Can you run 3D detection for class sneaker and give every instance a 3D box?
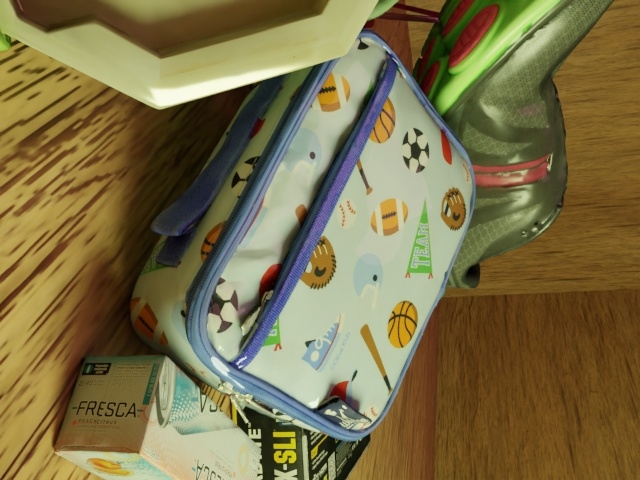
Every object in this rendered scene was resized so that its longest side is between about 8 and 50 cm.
[{"bbox_3d":[0.187,-0.113,0.677,0.483,0.202,0.185,109,-6,-51],"label":"sneaker"}]

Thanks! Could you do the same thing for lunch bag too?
[{"bbox_3d":[0.000,0.000,0.496,0.243,0.115,0.303,44,63,-39],"label":"lunch bag"}]

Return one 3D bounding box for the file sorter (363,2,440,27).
[{"bbox_3d":[0.075,-0.398,0.682,0.182,0.202,0.291,-10,121,-34],"label":"file sorter"}]

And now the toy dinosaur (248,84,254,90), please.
[{"bbox_3d":[-0.012,-0.076,0.711,0.200,0.127,0.296,79,21,-51],"label":"toy dinosaur"}]

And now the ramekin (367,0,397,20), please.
[{"bbox_3d":[-0.034,-0.316,0.448,0.303,0.148,0.303,-25,121,-51],"label":"ramekin"}]

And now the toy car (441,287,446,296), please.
[{"bbox_3d":[0.097,0.059,0.937,0.219,0.210,0.238,86,19,-47],"label":"toy car"}]

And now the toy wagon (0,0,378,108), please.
[{"bbox_3d":[-0.070,-0.237,0.259,0.068,0.267,0.344,-126,-161,-58],"label":"toy wagon"}]

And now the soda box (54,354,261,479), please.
[{"bbox_3d":[-0.099,0.145,0.427,0.183,0.058,0.063,68,23,-52],"label":"soda box"}]

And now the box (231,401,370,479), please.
[{"bbox_3d":[-0.010,0.153,0.730,0.322,0.079,0.257,6,79,-75],"label":"box"}]
